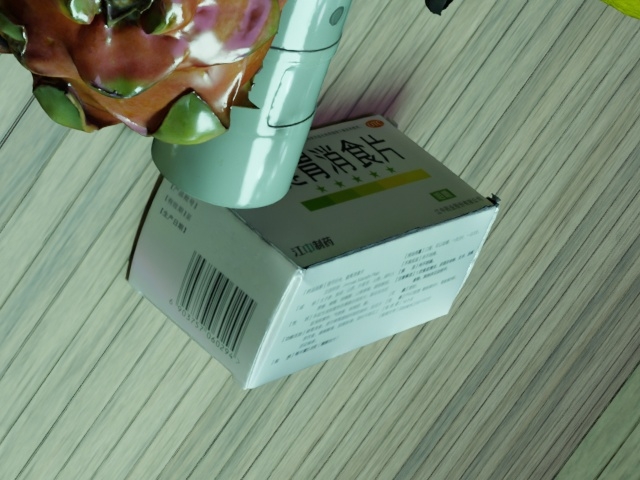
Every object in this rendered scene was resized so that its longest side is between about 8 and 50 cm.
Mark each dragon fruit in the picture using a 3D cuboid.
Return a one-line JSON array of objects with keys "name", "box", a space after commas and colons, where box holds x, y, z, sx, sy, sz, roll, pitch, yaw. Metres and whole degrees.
[{"name": "dragon fruit", "box": [-0.123, -0.175, 1.112, 0.224, 0.224, 0.227, -51, 159, -2]}]

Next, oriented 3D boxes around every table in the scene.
[{"name": "table", "box": [-0.054, -0.150, 1.345, 0.126, 0.126, 0.220, -22, 142, -46]}]

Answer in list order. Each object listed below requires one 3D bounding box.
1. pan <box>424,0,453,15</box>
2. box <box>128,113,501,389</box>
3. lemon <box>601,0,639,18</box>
[{"name": "pan", "box": [0.153, -0.292, 1.529, 0.115, 0.040, 0.212, -57, -178, -43]}, {"name": "box", "box": [0.002, 0.000, 1.568, 0.333, 0.173, 0.145, -17, 140, -49]}, {"name": "lemon", "box": [0.338, -0.340, 1.586, 0.253, 0.253, 0.310, -48, 159, -8]}]
